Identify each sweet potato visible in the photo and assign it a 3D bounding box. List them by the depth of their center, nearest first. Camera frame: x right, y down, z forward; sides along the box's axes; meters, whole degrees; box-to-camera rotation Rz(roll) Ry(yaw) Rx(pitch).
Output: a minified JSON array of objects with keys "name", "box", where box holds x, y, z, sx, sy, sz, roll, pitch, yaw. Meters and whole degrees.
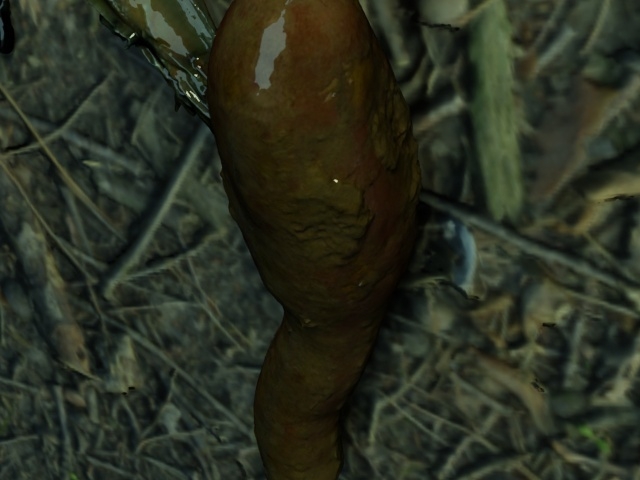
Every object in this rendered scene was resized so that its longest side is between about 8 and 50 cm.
[{"name":"sweet potato","box":[0.000,0.000,0.844,0.109,0.109,0.385,26,144,25]}]

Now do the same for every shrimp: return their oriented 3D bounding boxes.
[{"name":"shrimp","box":[-0.134,-0.128,0.915,0.262,0.051,0.198,53,144,4]}]
